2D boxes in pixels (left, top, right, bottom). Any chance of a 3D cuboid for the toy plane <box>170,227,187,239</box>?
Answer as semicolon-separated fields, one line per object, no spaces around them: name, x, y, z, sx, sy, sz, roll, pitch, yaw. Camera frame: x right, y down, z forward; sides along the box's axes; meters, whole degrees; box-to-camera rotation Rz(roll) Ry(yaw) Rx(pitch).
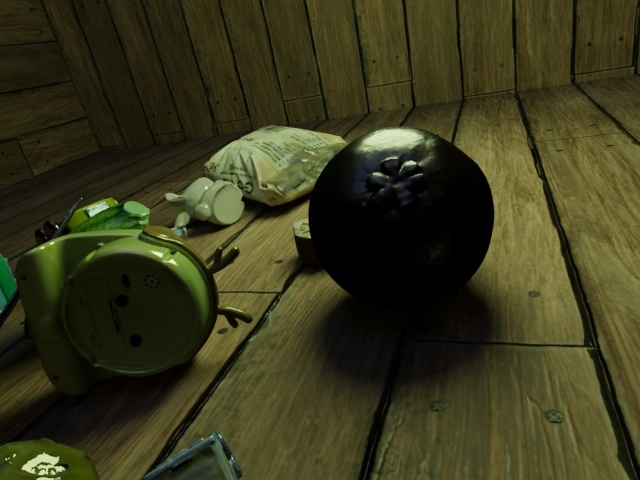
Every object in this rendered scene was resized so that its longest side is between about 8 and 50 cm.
toy plane;-0.444;0.026;1.063;0.267;0.122;0.266;-11;21;4

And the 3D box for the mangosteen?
mangosteen;0.117;-0.033;0.745;0.297;0.296;0.313;-21;-2;-18

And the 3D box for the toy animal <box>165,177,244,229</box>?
toy animal;-0.328;-0.101;1.284;0.193;0.127;0.178;4;30;27

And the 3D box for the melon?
melon;-0.440;0.035;0.856;0.323;0.124;0.196;-51;19;23

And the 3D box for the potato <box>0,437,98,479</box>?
potato;-0.295;0.301;0.360;0.176;0.141;0.298;-17;28;22

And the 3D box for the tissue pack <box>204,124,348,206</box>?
tissue pack;-0.129;-0.243;1.424;0.376;0.194;0.390;16;36;40

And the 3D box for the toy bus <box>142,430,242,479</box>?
toy bus;-0.092;0.220;0.383;0.064;0.190;0.075;-28;58;-22

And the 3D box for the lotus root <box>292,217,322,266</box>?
lotus root;0.003;-0.001;0.953;0.113;0.081;0.122;-12;23;-3

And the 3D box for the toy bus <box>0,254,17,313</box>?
toy bus;-0.854;0.096;1.024;0.344;0.183;0.199;6;26;35

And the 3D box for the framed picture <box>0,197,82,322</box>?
framed picture;-0.509;0.097;0.752;0.244;0.013;0.323;-30;37;45

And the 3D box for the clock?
clock;-0.265;0.094;0.677;0.308;0.234;0.096;-10;13;-2

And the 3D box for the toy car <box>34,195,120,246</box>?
toy car;-0.624;-0.013;1.210;0.248;0.142;0.200;-21;11;43
